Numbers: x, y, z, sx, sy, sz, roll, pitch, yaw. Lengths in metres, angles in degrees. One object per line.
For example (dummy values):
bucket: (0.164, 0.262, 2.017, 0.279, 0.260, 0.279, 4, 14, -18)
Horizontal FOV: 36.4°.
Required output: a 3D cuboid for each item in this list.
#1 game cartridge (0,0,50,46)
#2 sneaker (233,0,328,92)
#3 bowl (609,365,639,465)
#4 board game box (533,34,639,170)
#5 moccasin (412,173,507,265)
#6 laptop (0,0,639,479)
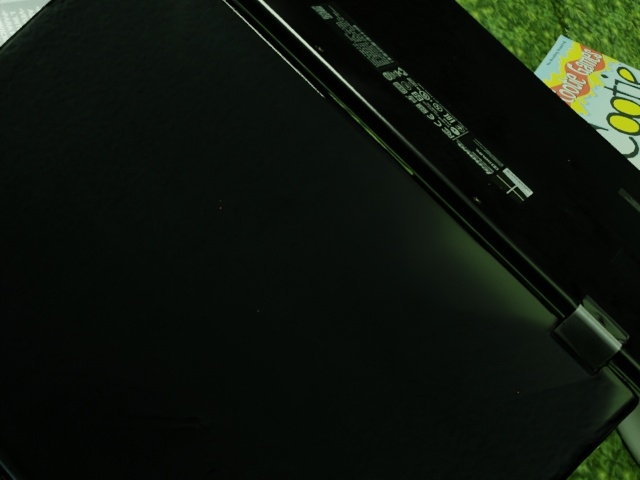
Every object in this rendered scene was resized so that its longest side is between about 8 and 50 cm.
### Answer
game cartridge: (-0.145, -0.068, 0.672, 0.198, 0.062, 0.297, -18, 81, -42)
sneaker: (-0.092, -0.234, 0.779, 0.297, 0.111, 0.129, 51, 37, -16)
bowl: (0.420, 0.117, 0.968, 0.298, 0.134, 0.298, 17, 60, -31)
board game box: (0.291, -0.039, 0.859, 0.275, 0.142, 0.144, 28, 48, 13)
moccasin: (0.047, 0.076, 0.714, 0.147, 0.139, 0.380, 46, 40, 0)
laptop: (0.000, 0.000, 0.617, 0.382, 0.236, 0.408, 46, 32, 9)
